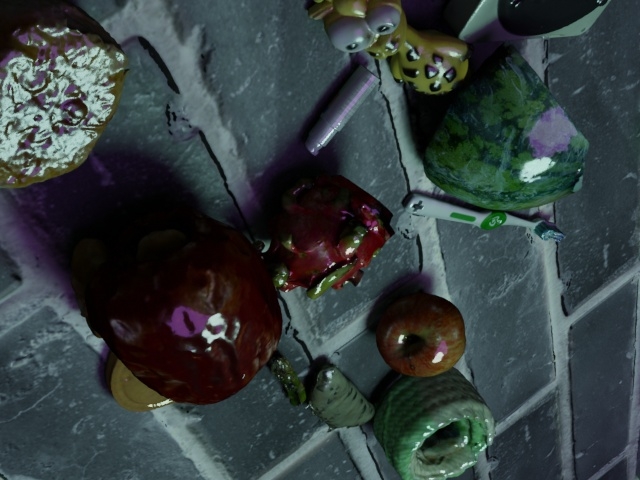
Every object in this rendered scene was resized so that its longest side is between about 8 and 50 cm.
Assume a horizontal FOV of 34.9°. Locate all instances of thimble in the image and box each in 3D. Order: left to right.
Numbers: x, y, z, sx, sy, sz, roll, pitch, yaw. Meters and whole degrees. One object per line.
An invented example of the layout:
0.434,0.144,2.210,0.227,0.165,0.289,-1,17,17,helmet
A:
0.210,0.336,1.883,0.219,0.150,0.219,-15,133,-17,thimble

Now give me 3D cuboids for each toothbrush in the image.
0.276,-0.039,1.691,0.418,0.040,0.042,10,121,-43,toothbrush

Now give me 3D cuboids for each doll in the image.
0.097,-0.250,1.253,0.117,0.086,0.291,-23,153,29,doll

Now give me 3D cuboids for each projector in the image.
0.318,-0.362,1.308,0.257,0.079,0.259,-12,149,-34,projector

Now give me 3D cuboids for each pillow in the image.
0.027,0.284,1.767,0.093,0.051,0.241,-45,146,-6,pillow

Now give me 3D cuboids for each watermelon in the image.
0.256,-0.142,1.421,0.224,0.180,0.305,1,161,9,watermelon

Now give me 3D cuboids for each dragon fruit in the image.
0.000,0.000,1.357,0.160,0.166,0.172,39,86,-11,dragon fruit

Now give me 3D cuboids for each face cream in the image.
0.025,-0.166,1.313,0.130,0.034,0.034,-52,144,11,face cream

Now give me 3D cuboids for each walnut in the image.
-0.177,0.091,1.245,0.244,0.221,0.269,-14,131,12,walnut

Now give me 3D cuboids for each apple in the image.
0.172,0.157,1.699,0.146,0.146,0.131,-60,161,22,apple

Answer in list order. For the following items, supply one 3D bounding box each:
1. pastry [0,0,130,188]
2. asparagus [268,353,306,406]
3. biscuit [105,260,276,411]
-0.288,-0.146,0.985,0.192,0.093,0.182,-54,146,13,pastry
-0.054,0.222,1.644,0.036,0.030,0.165,-15,145,8,asparagus
-0.176,0.133,1.428,0.289,0.044,0.202,-41,144,1,biscuit
